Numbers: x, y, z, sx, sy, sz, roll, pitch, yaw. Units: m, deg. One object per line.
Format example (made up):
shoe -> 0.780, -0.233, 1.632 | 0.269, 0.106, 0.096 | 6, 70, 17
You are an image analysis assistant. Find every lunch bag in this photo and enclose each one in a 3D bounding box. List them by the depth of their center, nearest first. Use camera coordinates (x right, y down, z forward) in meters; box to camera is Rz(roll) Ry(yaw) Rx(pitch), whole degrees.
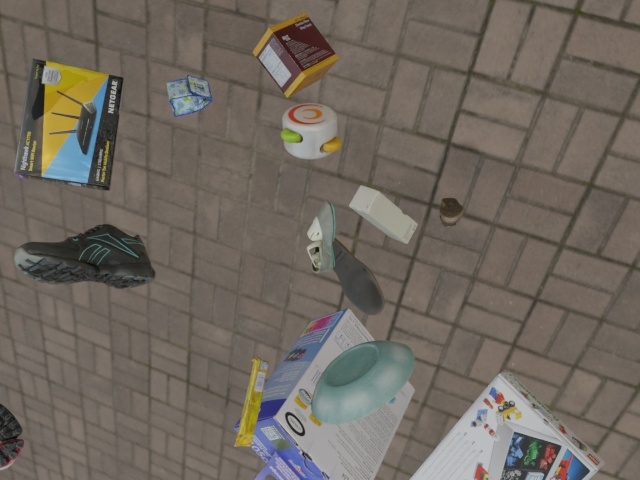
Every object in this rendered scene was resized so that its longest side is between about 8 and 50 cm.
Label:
lunch bag -> -0.473, -0.529, 1.949 | 0.151, 0.129, 0.096 | -13, 140, -9

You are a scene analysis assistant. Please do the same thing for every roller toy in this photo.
roller toy -> -0.033, -0.379, 1.882 | 0.209, 0.191, 0.146 | -3, 132, -2

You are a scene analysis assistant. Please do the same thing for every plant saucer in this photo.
plant saucer -> 0.060, 0.217, 0.883 | 0.194, 0.195, 0.038 | -23, 106, 29

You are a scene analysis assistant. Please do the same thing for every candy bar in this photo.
candy bar -> -0.124, 0.293, 0.981 | 0.018, 0.162, 0.040 | -5, 158, 42

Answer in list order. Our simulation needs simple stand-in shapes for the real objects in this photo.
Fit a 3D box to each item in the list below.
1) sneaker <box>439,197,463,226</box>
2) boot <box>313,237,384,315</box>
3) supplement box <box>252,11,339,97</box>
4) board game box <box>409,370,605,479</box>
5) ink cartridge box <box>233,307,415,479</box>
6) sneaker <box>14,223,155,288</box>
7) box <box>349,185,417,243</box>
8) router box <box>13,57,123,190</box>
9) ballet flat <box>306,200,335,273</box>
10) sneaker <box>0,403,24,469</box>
sneaker -> 0.369, -0.066, 1.511 | 0.066, 0.188, 0.071 | -1, 109, 14
boot -> 0.106, 0.103, 1.708 | 0.112, 0.115, 0.305 | -42, 75, 13
supplement box -> -0.082, -0.623, 1.801 | 0.194, 0.191, 0.129 | 52, 142, -4
board game box -> 0.289, 0.398, 0.899 | 0.193, 0.053, 0.305 | 46, 116, 34
ink cartridge box -> 0.009, 0.375, 1.137 | 0.151, 0.395, 0.270 | -30, 104, 42
sneaker -> -0.425, 0.025, 0.981 | 0.101, 0.267, 0.106 | -20, 72, 26
box -> 0.239, -0.094, 2.003 | 0.113, 0.094, 0.275 | 26, 175, 46
router box -> -0.384, -0.175, 0.830 | 0.133, 0.046, 0.179 | 7, 81, -20
ballet flat -> 0.000, 0.000, 1.317 | 0.068, 0.072, 0.213 | -13, 132, -13
sneaker -> -0.666, 0.299, 0.981 | 0.299, 0.120, 0.112 | 54, 137, 5
